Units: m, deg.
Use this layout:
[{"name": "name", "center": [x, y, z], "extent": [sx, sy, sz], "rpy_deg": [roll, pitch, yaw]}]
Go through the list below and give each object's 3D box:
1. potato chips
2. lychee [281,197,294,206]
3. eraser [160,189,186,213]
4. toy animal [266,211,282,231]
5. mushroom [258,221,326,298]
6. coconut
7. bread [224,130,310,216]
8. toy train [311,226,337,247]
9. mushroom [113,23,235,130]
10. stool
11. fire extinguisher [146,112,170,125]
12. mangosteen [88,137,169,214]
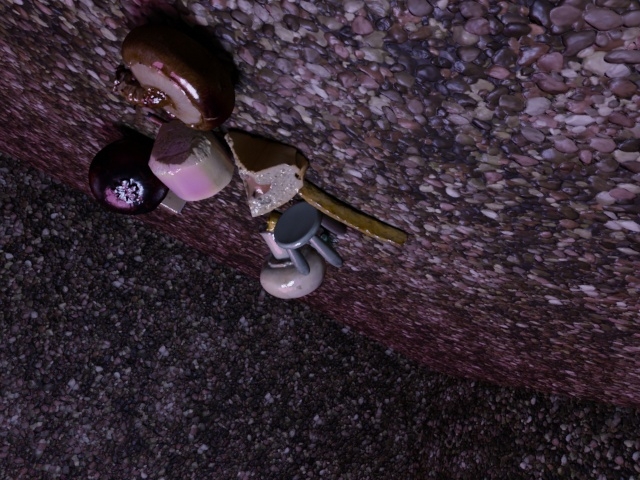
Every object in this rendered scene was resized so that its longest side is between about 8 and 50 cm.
[{"name": "potato chips", "center": [0.093, -0.082, 1.663], "extent": [0.407, 0.057, 0.080], "rpy_deg": [27, 167, -9]}, {"name": "lychee", "center": [-0.141, -0.163, 1.651], "extent": [0.146, 0.114, 0.114], "rpy_deg": [40, 169, 20]}, {"name": "eraser", "center": [-0.710, -0.251, 2.128], "extent": [0.343, 0.144, 0.078], "rpy_deg": [33, 163, -24]}, {"name": "toy animal", "center": [-0.130, -0.067, 2.040], "extent": [0.160, 0.083, 0.070], "rpy_deg": [13, 136, 2]}, {"name": "mushroom", "center": [-0.146, 0.074, 2.179], "extent": [0.315, 0.314, 0.336], "rpy_deg": [6, 134, 48]}, {"name": "coconut", "center": [-0.389, -0.242, 1.586], "extent": [0.233, 0.233, 0.245], "rpy_deg": [18, 162, 22]}, {"name": "bread", "center": [-0.144, -0.227, 1.517], "extent": [0.211, 0.223, 0.183], "rpy_deg": [-19, 151, -1]}, {"name": "toy train", "center": [0.000, 0.000, 2.030], "extent": [0.125, 0.080, 0.194], "rpy_deg": [31, 168, 14]}, {"name": "mushroom", "center": [-0.331, -0.372, 1.190], "extent": [0.279, 0.163, 0.297], "rpy_deg": [13, 162, 9]}, {"name": "stool", "center": [-0.035, -0.010, 1.799], "extent": [0.195, 0.195, 0.198], "rpy_deg": [-15, 140, 28]}, {"name": "fire extinguisher", "center": [-0.515, -0.383, 1.652], "extent": [0.083, 0.022, 0.028], "rpy_deg": [27, 133, -10]}, {"name": "mangosteen", "center": [-0.704, -0.238, 1.923], "extent": [0.297, 0.297, 0.293], "rpy_deg": [28, -175, -13]}]
